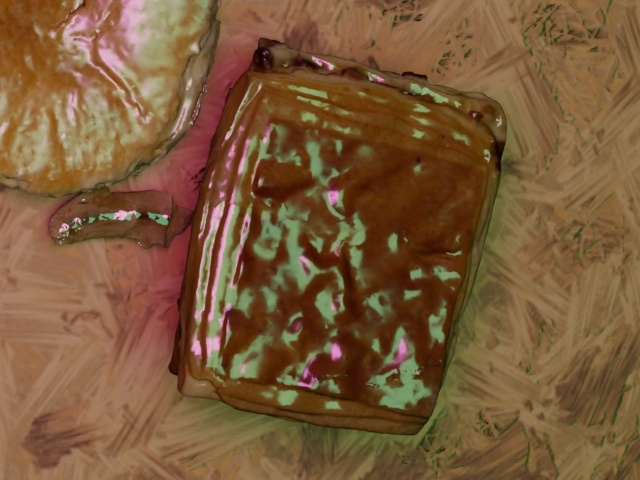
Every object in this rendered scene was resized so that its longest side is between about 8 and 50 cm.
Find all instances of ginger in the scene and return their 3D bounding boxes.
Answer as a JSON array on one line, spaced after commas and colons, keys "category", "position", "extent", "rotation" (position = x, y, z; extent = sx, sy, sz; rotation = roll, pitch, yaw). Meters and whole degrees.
[{"category": "ginger", "position": [-0.174, -0.021, 1.613], "extent": [0.137, 0.044, 0.057], "rotation": [1, 114, -20]}]

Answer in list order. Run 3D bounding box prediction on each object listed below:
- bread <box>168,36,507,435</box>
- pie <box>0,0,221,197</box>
[{"category": "bread", "position": [0.000, 0.000, 1.619], "extent": [0.278, 0.167, 0.324], "rotation": [13, 85, -23]}, {"category": "pie", "position": [-0.234, -0.196, 1.527], "extent": [0.340, 0.083, 0.339], "rotation": [-6, 107, -19]}]
